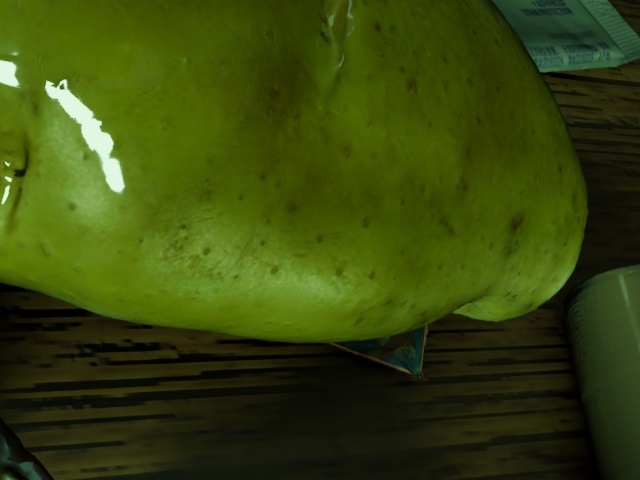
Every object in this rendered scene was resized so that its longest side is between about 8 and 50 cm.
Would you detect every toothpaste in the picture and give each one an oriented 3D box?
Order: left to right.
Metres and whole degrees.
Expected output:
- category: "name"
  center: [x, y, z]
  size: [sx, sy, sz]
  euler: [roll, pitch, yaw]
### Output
- category: "toothpaste"
  center: [0.082, -0.134, 0.619]
  size: [0.282, 0.069, 0.099]
  euler: [-15, 97, -42]

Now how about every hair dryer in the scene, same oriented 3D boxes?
- category: "hair dryer"
  center: [0.205, 0.083, 0.550]
  size: [0.182, 0.064, 0.117]
  euler: [11, 57, -30]

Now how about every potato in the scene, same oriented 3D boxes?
- category: "potato"
  center: [-0.036, -0.066, 0.412]
  size: [0.369, 0.176, 0.195]
  euler: [19, 29, -35]

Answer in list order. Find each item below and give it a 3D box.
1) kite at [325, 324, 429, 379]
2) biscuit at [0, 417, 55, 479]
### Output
- category: "kite"
  center: [0.000, 0.000, 0.515]
  size: [0.190, 0.010, 0.159]
  euler: [-21, 71, -39]
- category: "biscuit"
  center: [-0.184, 0.029, 0.328]
  size: [0.252, 0.106, 0.070]
  euler: [47, 51, 5]
